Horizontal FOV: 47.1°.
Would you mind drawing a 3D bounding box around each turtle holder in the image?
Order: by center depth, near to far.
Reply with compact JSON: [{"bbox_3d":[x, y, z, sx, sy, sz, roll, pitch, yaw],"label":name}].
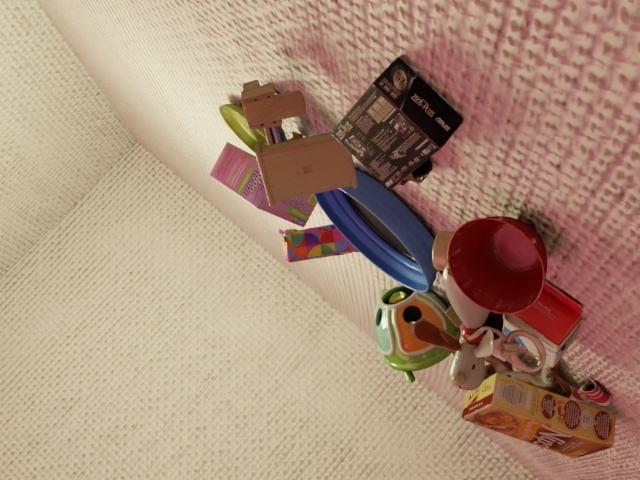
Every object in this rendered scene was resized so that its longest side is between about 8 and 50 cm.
[{"bbox_3d":[0.275,0.235,2.147,0.227,0.243,0.320,62,-157,-16],"label":"turtle holder"}]

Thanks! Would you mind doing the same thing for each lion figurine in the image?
[{"bbox_3d":[0.536,0.380,1.930,0.240,0.142,0.392,38,167,-21],"label":"lion figurine"}]

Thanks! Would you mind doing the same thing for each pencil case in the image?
[{"bbox_3d":[0.000,0.000,2.130,0.104,0.236,0.104,174,90,-84],"label":"pencil case"}]

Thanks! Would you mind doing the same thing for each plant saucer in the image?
[{"bbox_3d":[-0.186,-0.304,2.072,0.241,0.037,0.241,40,169,10],"label":"plant saucer"}]

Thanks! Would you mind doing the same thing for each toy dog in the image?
[{"bbox_3d":[0.285,0.144,1.435,0.220,0.161,0.334,-15,93,37],"label":"toy dog"}]

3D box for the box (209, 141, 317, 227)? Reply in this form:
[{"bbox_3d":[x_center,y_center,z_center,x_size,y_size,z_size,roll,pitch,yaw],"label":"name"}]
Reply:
[{"bbox_3d":[-0.160,-0.162,2.143,0.243,0.117,0.213,33,-173,40],"label":"box"}]

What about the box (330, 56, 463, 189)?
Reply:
[{"bbox_3d":[0.121,-0.187,1.207,0.147,0.077,0.180,43,152,-3],"label":"box"}]

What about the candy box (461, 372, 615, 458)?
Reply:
[{"bbox_3d":[0.534,0.437,1.811,0.316,0.088,0.183,21,153,-4],"label":"candy box"}]

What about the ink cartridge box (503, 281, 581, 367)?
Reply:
[{"bbox_3d":[0.455,0.165,1.516,0.134,0.078,0.231,38,168,26],"label":"ink cartridge box"}]

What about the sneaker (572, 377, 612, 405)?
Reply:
[{"bbox_3d":[0.629,0.354,1.740,0.067,0.042,0.118,41,162,-16],"label":"sneaker"}]

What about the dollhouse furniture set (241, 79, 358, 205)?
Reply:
[{"bbox_3d":[-0.049,-0.270,1.652,0.303,0.198,0.286,-99,-3,-56],"label":"dollhouse furniture set"}]

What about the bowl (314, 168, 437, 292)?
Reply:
[{"bbox_3d":[0.144,-0.033,1.825,0.391,0.077,0.391,43,169,10],"label":"bowl"}]

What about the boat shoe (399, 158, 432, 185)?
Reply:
[{"bbox_3d":[0.171,-0.138,1.372,0.066,0.066,0.183,39,169,11],"label":"boat shoe"}]

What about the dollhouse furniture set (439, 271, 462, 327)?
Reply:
[{"bbox_3d":[0.331,0.150,1.779,0.144,0.123,0.151,49,167,-31],"label":"dollhouse furniture set"}]

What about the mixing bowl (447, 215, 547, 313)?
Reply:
[{"bbox_3d":[0.328,0.028,1.296,0.181,0.098,0.181,21,125,33],"label":"mixing bowl"}]

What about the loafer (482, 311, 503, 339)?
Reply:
[{"bbox_3d":[0.332,0.100,1.545,0.078,0.080,0.220,-21,-81,-64],"label":"loafer"}]
